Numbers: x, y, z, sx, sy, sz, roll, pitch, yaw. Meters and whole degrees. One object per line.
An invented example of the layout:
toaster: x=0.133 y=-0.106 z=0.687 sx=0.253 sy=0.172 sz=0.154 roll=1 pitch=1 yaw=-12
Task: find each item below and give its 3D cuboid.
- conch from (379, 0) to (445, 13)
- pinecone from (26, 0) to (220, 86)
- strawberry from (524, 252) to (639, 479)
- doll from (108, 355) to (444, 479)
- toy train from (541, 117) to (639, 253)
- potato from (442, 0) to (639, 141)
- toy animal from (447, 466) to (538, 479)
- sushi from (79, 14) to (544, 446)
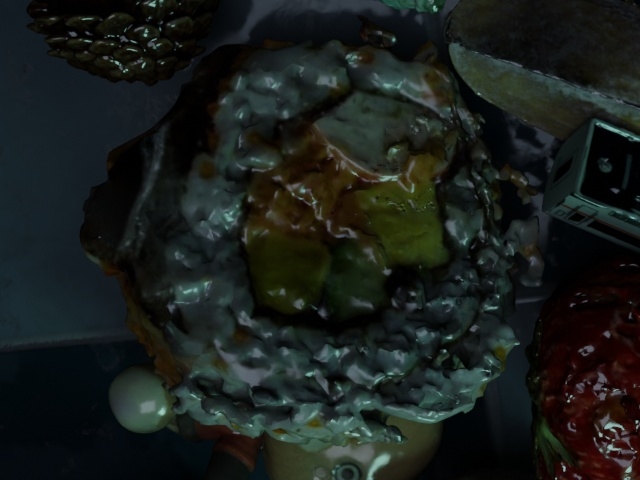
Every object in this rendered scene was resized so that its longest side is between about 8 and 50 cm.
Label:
conch: x=0.063 y=-0.298 z=1.223 sx=0.196 sy=0.134 sz=0.202 roll=-25 pitch=100 yaw=19
pinecone: x=-0.180 y=-0.247 z=1.264 sx=0.179 sy=0.184 sz=0.205 roll=2 pitch=100 yaw=-8
strawberry: x=0.296 y=0.142 z=1.249 sx=0.220 sy=0.274 sz=0.274 roll=0 pitch=108 yaw=4
doll: x=-0.040 y=0.157 z=1.371 sx=0.329 sy=0.174 sz=0.235 roll=16 pitch=78 yaw=7
toy train: x=0.402 y=0.013 z=1.260 sx=0.406 sy=0.087 sz=0.088 roll=22 pitch=155 yaw=-8
potato: x=0.238 y=-0.157 z=1.267 sx=0.261 sy=0.120 sz=0.100 roll=20 pitch=151 yaw=3
toy animal: x=0.199 y=0.336 z=1.343 sx=0.188 sy=0.226 sz=0.358 roll=-38 pitch=117 yaw=26
sushi: x=0.004 y=0.003 z=1.246 sx=0.417 sy=0.176 sz=0.418 roll=1 pitch=70 yaw=-3
